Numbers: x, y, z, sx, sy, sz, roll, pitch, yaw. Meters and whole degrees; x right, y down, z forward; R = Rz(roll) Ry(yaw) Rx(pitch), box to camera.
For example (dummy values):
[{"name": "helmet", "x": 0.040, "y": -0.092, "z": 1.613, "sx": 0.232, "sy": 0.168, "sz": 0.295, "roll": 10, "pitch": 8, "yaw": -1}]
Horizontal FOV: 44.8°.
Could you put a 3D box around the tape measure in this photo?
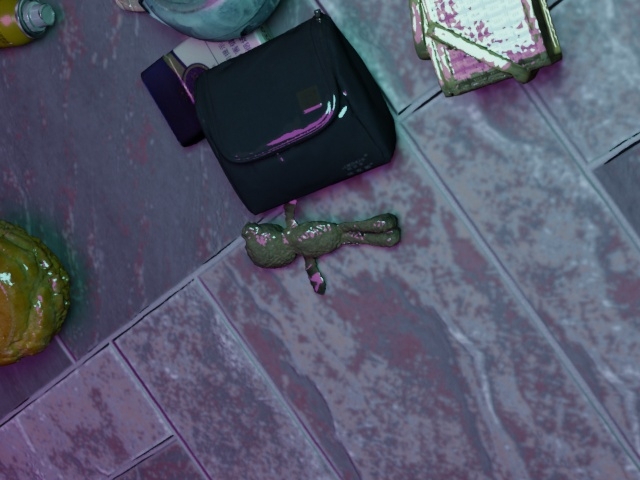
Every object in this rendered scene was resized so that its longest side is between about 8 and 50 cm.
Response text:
[{"name": "tape measure", "x": -0.193, "y": -0.467, "z": 1.299, "sx": 0.275, "sy": 0.147, "sz": 0.256, "roll": 7, "pitch": 93, "yaw": 25}]

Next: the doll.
[{"name": "doll", "x": -0.009, "y": -0.011, "z": 1.446, "sx": 0.203, "sy": 0.091, "sz": 0.286, "roll": 36, "pitch": 134, "yaw": -27}]

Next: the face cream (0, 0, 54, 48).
[{"name": "face cream", "x": -0.697, "y": -0.443, "z": 1.601, "sx": 0.349, "sy": 0.105, "sz": 0.104, "roll": -1, "pitch": 105, "yaw": 24}]

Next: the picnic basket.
[{"name": "picnic basket", "x": 0.227, "y": -0.373, "z": 1.159, "sx": 0.175, "sy": 0.228, "sz": 0.312, "roll": -17, "pitch": 98, "yaw": 25}]

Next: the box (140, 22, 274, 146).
[{"name": "box", "x": -0.196, "y": -0.307, "z": 1.445, "sx": 0.259, "sy": 0.071, "sz": 0.168, "roll": -30, "pitch": 93, "yaw": 25}]

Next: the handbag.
[{"name": "handbag", "x": -0.055, "y": -0.205, "z": 1.313, "sx": 0.302, "sy": 0.177, "sz": 0.275, "roll": -19, "pitch": 125, "yaw": 21}]

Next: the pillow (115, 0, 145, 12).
[{"name": "pillow", "x": -0.331, "y": -0.558, "z": 1.433, "sx": 0.173, "sy": 0.067, "sz": 0.270, "roll": -7, "pitch": 102, "yaw": 19}]

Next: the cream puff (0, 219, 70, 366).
[{"name": "cream puff", "x": -0.711, "y": 0.106, "z": 1.697, "sx": 0.343, "sy": 0.231, "sz": 0.327, "roll": 10, "pitch": 114, "yaw": 14}]
